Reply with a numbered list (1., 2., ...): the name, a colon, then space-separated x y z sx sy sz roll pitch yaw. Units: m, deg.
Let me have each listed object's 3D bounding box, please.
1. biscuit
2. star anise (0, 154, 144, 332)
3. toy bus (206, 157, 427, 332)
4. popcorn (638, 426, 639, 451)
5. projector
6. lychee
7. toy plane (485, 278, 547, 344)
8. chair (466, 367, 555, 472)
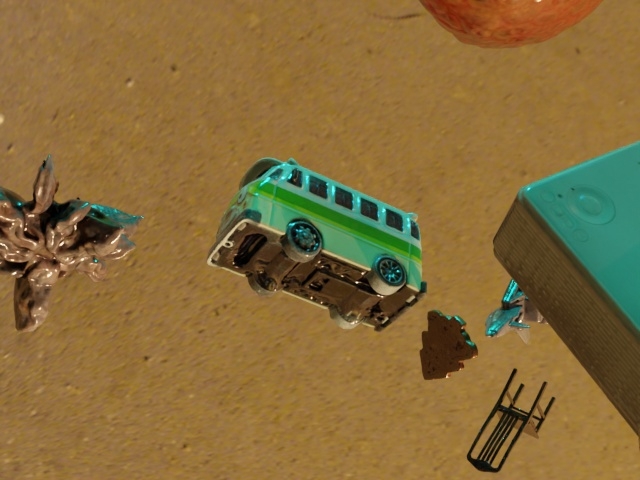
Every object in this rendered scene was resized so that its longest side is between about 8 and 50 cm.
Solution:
1. biscuit: 0.207 0.182 1.779 0.019 0.130 0.119 0 37 -45
2. star anise: -0.343 -0.002 1.327 0.212 0.283 0.129 -29 51 6
3. toy bus: 0.000 0.000 1.433 0.276 0.133 0.165 24 50 -19
4. popcorn: 0.306 0.127 0.587 0.224 0.270 0.258 -31 49 -14
5. projector: 0.292 0.048 0.889 0.192 0.099 0.257 -22 61 -27
6. lychee: 0.202 -0.339 1.136 0.255 0.300 0.255 10 45 -10
7. toy plane: 0.320 0.105 1.677 0.267 0.088 0.212 -40 132 -64
8. chair: 0.367 0.367 2.052 0.212 0.084 0.101 -59 147 -16
